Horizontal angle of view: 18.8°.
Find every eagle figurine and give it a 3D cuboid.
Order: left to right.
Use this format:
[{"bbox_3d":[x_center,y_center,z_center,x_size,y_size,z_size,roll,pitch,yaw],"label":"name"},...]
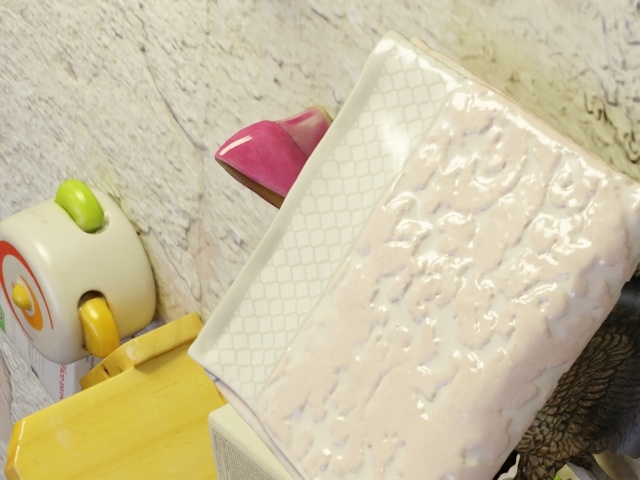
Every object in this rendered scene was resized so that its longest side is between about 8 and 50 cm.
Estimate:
[{"bbox_3d":[0.173,0.104,1.522,0.226,0.225,0.298,21,108,0],"label":"eagle figurine"}]

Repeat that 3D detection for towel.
[{"bbox_3d":[0.065,0.038,1.447,0.317,0.053,0.332,41,102,44],"label":"towel"}]

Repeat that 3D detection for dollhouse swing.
[{"bbox_3d":[-0.210,0.313,2.214,0.347,0.305,0.315,61,153,4],"label":"dollhouse swing"}]

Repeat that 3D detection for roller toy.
[{"bbox_3d":[-0.299,0.046,2.310,0.209,0.146,0.191,65,155,1],"label":"roller toy"}]

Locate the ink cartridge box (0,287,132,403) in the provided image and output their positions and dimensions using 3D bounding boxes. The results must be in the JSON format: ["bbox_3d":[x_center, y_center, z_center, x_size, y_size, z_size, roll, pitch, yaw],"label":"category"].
[{"bbox_3d":[-0.337,0.103,2.491,0.219,0.092,0.160,49,150,26],"label":"ink cartridge box"}]

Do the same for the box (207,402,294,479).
[{"bbox_3d":[0.025,0.273,1.955,0.311,0.121,0.148,34,140,45],"label":"box"}]

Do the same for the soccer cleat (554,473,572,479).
[{"bbox_3d":[0.190,0.277,1.716,0.060,0.072,0.179,30,138,48],"label":"soccer cleat"}]

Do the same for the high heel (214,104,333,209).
[{"bbox_3d":[0.000,0.000,1.765,0.082,0.117,0.244,-18,97,63],"label":"high heel"}]
